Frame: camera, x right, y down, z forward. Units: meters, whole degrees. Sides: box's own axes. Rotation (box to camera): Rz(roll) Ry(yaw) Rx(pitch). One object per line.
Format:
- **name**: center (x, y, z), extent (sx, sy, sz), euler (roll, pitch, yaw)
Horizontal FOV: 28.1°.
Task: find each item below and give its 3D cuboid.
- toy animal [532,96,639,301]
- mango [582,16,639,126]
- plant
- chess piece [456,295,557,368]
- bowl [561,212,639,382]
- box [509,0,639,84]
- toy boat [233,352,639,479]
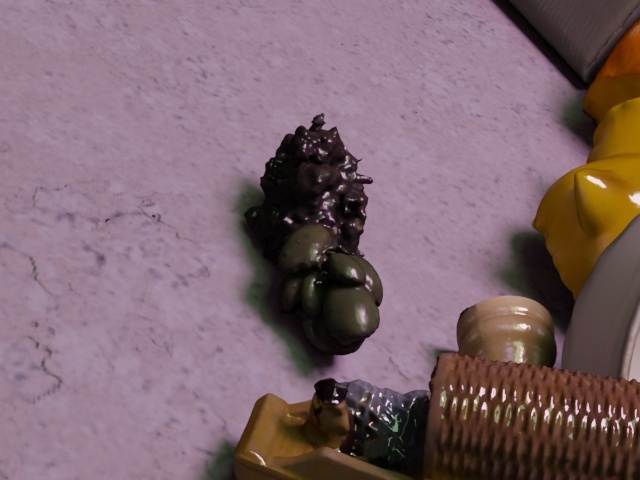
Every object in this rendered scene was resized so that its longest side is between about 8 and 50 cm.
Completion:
- **toy animal**: center (0.255, -0.028, 0.963), extent (0.156, 0.156, 0.230), euler (36, 40, 3)
- **mango**: center (0.373, -0.155, 1.139), extent (0.257, 0.138, 0.187), euler (-39, 104, -24)
- **plant**: center (0.000, 0.000, 0.806), extent (0.087, 0.085, 0.174), euler (-5, 52, -8)
- **chess piece**: center (0.120, 0.100, 0.791), extent (0.066, 0.066, 0.122), euler (18, 45, -20)
- **bowl**: center (0.260, 0.082, 0.789), extent (0.277, 0.277, 0.145), euler (16, -4, -22)
- **box**: center (0.297, -0.339, 1.328), extent (0.352, 0.177, 0.344), euler (-11, 56, -44)
- **toy boat**: center (0.111, 0.118, 0.642), extent (0.310, 0.115, 0.089), euler (11, 25, 11)
